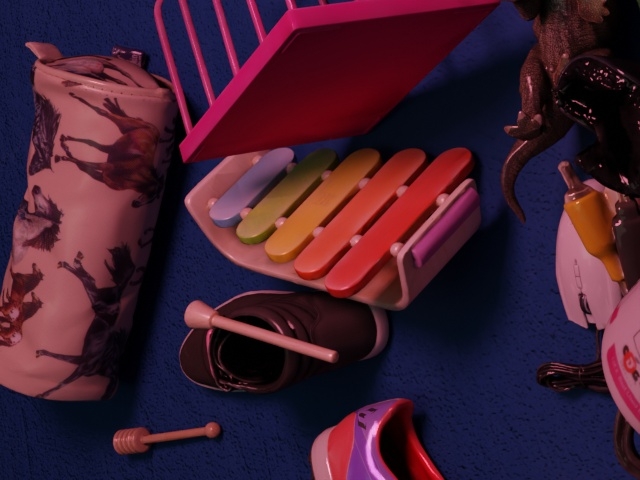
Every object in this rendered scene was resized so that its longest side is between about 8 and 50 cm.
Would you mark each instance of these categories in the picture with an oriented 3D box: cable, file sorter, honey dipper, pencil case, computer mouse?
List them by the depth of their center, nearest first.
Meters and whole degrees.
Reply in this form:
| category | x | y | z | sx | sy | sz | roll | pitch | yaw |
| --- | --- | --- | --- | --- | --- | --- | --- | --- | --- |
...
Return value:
| category | x | y | z | sx | sy | sz | roll | pitch | yaw |
| --- | --- | --- | --- | --- | --- | --- | --- | --- | --- |
| cable | 0.294 | 0.056 | 1.490 | 0.139 | 0.072 | 0.287 | -10 | 99 | 11 |
| computer mouse | 0.236 | 0.042 | 1.548 | 0.106 | 0.042 | 0.193 | 2 | 97 | 45 |
| file sorter | -0.013 | -0.220 | 1.593 | 0.291 | 0.202 | 0.182 | -42 | 62 | 60 |
| pencil case | -0.275 | -0.011 | 1.952 | 0.183 | 0.160 | 0.410 | 30 | 115 | 37 |
| honey dipper | -0.172 | 0.221 | 1.972 | 0.161 | 0.030 | 0.030 | -13 | 86 | 43 |

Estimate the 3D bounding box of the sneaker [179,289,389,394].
| category | x | y | z | sx | sy | sz | roll | pitch | yaw |
| --- | --- | --- | --- | --- | --- | --- | --- | --- | --- |
| sneaker | -0.083 | 0.107 | 1.791 | 0.296 | 0.147 | 0.104 | -14 | 87 | 45 |

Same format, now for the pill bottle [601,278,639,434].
| category | x | y | z | sx | sy | sz | roll | pitch | yaw |
| --- | --- | --- | --- | --- | --- | --- | --- | --- | --- |
| pill bottle | 0.327 | 0.033 | 1.223 | 0.160 | 0.160 | 0.283 | 60 | 148 | 21 |

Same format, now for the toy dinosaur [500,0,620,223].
| category | x | y | z | sx | sy | sz | roll | pitch | yaw |
| --- | --- | --- | --- | --- | --- | --- | --- | --- | --- |
| toy dinosaur | 0.213 | -0.171 | 1.490 | 0.121 | 0.160 | 0.313 | 2 | 107 | 27 |

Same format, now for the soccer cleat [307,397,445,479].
| category | x | y | z | sx | sy | sz | roll | pitch | yaw |
| --- | --- | --- | --- | --- | --- | --- | --- | --- | --- |
| soccer cleat | 0.096 | 0.305 | 1.675 | 0.116 | 0.108 | 0.318 | -38 | 66 | 35 |

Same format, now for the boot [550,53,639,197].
| category | x | y | z | sx | sy | sz | roll | pitch | yaw |
| --- | --- | --- | --- | --- | --- | --- | --- | --- | --- |
| boot | 0.307 | -0.048 | 1.352 | 0.246 | 0.207 | 0.094 | 58 | 133 | 23 |

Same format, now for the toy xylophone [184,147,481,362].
| category | x | y | z | sx | sy | sz | roll | pitch | yaw |
| --- | --- | --- | --- | --- | --- | --- | --- | --- | --- |
| toy xylophone | 0.000 | 0.000 | 1.666 | 0.323 | 0.236 | 0.081 | 6 | 135 | 38 |

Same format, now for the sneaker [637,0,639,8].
| category | x | y | z | sx | sy | sz | roll | pitch | yaw |
| --- | --- | --- | --- | --- | --- | --- | --- | --- | --- |
| sneaker | 0.372 | -0.201 | 1.362 | 0.295 | 0.109 | 0.123 | 11 | 121 | 44 |
